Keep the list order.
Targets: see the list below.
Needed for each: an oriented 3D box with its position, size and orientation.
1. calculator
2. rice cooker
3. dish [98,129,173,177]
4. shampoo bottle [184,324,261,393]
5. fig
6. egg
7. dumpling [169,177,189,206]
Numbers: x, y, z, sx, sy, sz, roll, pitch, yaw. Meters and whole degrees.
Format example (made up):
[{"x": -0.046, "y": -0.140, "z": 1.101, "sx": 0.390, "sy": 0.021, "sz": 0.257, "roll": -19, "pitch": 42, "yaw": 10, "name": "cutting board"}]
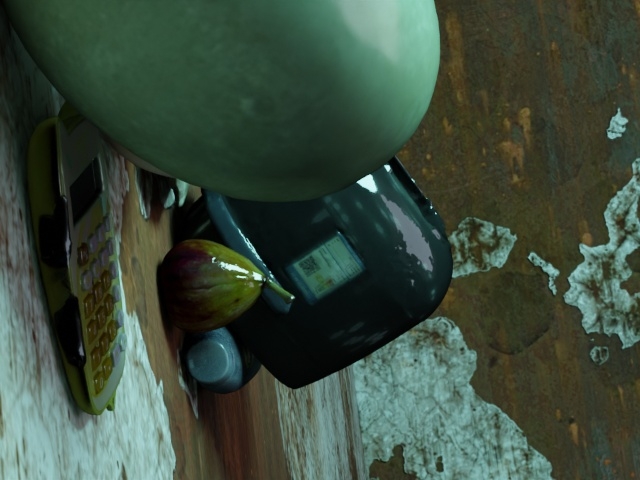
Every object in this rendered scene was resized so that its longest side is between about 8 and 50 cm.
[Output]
[{"x": -0.175, "y": 0.015, "z": 1.244, "sx": 0.157, "sy": 0.033, "sz": 0.236, "roll": -78, "pitch": 161, "yaw": -75, "name": "calculator"}, {"x": 0.000, "y": 0.000, "z": 1.728, "sx": 0.267, "sy": 0.224, "sz": 0.267, "roll": 52, "pitch": 11, "yaw": -14, "name": "rice cooker"}, {"x": -0.152, "y": -0.151, "z": 1.414, "sx": 0.213, "sy": 0.090, "sz": 0.213, "roll": -7, "pitch": 90, "yaw": -82, "name": "dish"}, {"x": -0.096, "y": 0.108, "z": 1.728, "sx": 0.234, "sy": 0.049, "sz": 0.087, "roll": -22, "pitch": 96, "yaw": -84, "name": "shampoo bottle"}, {"x": -0.085, "y": 0.039, "z": 1.584, "sx": 0.089, "sy": 0.125, "sz": 0.089, "roll": -5, "pitch": 90, "yaw": -81, "name": "fig"}, {"x": -0.074, "y": -0.176, "z": 1.191, "sx": 0.352, "sy": 0.258, "sz": 0.258, "roll": 34, "pitch": 27, "yaw": -19, "name": "egg"}, {"x": -0.111, "y": -0.160, "z": 1.655, "sx": 0.175, "sy": 0.243, "sz": 0.227, "roll": 44, "pitch": -24, "yaw": 12, "name": "dumpling"}]
